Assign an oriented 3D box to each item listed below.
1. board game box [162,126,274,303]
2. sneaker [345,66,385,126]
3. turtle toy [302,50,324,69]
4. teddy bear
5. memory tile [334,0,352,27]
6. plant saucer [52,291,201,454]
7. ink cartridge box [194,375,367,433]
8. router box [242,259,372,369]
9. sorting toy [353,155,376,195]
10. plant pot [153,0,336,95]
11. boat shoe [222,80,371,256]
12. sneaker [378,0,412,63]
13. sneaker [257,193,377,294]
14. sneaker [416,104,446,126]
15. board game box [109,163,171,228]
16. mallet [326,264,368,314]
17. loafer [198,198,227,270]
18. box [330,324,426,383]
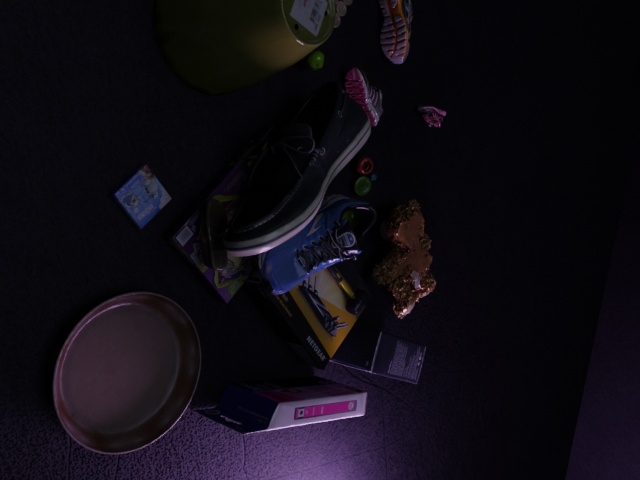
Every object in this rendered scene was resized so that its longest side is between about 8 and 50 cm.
[{"bbox_3d":[-0.165,-0.059,1.452,0.347,0.056,0.208,-52,124,-27],"label":"board game box"},{"bbox_3d":[0.118,-0.375,1.686,0.074,0.063,0.170,-53,133,-26],"label":"sneaker"},{"bbox_3d":[-0.032,-0.452,1.519,0.095,0.066,0.130,-39,121,-35],"label":"turtle toy"},{"bbox_3d":[0.229,0.053,1.840,0.245,0.113,0.338,-49,135,-21],"label":"teddy bear"},{"bbox_3d":[0.017,-0.594,1.589,0.148,0.012,0.113,41,66,-40],"label":"memory tile"},{"bbox_3d":[-0.371,0.249,1.280,0.311,0.050,0.310,-8,102,-45],"label":"plant saucer"},{"bbox_3d":[-0.080,0.364,1.499,0.371,0.176,0.069,4,92,-46],"label":"ink cartridge box"},{"bbox_3d":[-0.024,0.118,1.590,0.243,0.081,0.308,-53,129,-28],"label":"router box"},{"bbox_3d":[0.109,-0.170,1.725,0.061,0.042,0.101,3,106,-30],"label":"sorting toy"},{"bbox_3d":[-0.120,-0.426,1.271,0.275,0.294,0.274,-7,100,-45],"label":"plant pot"},{"bbox_3d":[-0.059,-0.160,1.391,0.500,0.187,0.156,-54,128,-34],"label":"boat shoe"},{"bbox_3d":[0.207,-0.571,1.738,0.083,0.084,0.214,-15,105,-49],"label":"sneaker"},{"bbox_3d":[0.000,0.000,1.439,0.330,0.147,0.129,-42,117,-32],"label":"sneaker"},{"bbox_3d":[0.315,-0.354,1.905,0.119,0.047,0.057,7,102,-44],"label":"sneaker"},{"bbox_3d":[-0.345,-0.085,1.282,0.090,0.020,0.090,-52,129,-28],"label":"board game box"},{"bbox_3d":[0.056,0.093,1.589,0.062,0.039,0.189,-49,123,-31],"label":"mallet"},{"bbox_3d":[-0.221,-0.010,1.338,0.056,0.050,0.147,11,72,-49],"label":"loafer"},{"bbox_3d":[0.149,0.293,1.739,0.207,0.153,0.108,24,78,-45],"label":"box"}]
